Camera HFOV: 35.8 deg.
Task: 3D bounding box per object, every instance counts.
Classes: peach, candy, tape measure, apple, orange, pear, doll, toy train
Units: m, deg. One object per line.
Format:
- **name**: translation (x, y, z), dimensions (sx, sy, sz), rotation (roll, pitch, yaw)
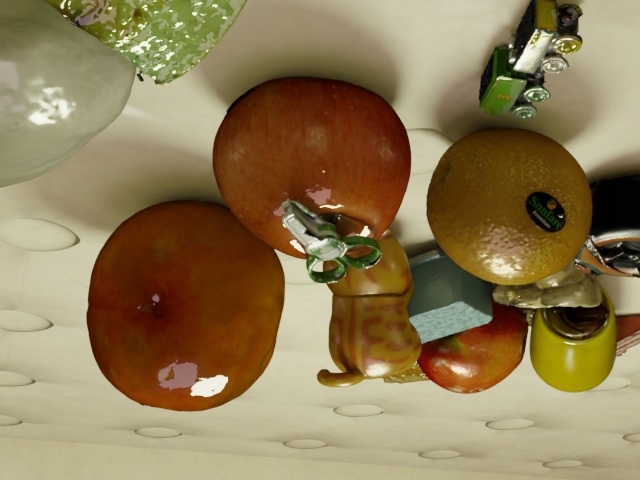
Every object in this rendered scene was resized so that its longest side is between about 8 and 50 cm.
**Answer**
- **peach**: translation (0.300, 0.194, 1.960), dimensions (0.243, 0.200, 0.243), rotation (-12, 151, -7)
- **candy**: translation (-0.436, -0.164, 1.180), dimensions (0.386, 0.186, 0.427), rotation (8, 160, -26)
- **tape measure**: translation (0.495, -0.016, 1.551), dimensions (0.222, 0.135, 0.202), rotation (11, 157, -16)
- **peach**: translation (-0.218, 0.101, 1.581), dimensions (0.342, 0.343, 0.301), rotation (-8, 177, 18)
- **apple**: translation (-0.006, -0.092, 1.299), dimensions (0.251, 0.206, 0.272), rotation (-10, 153, 15)
- **orange**: translation (0.263, -0.048, 1.378), dimensions (0.236, 0.236, 0.236), rotation (0, 157, 0)
- **pear**: translation (-0.169, -0.310, 0.901), dimensions (0.239, 0.139, 0.288), rotation (-30, 140, 25)
- **doll**: translation (0.082, 0.110, 1.709), dimensions (0.166, 0.270, 0.162), rotation (-4, 178, 26)
- **toy train**: translation (0.249, -0.215, 1.191), dimensions (0.081, 0.060, 0.202), rotation (9, 154, -6)

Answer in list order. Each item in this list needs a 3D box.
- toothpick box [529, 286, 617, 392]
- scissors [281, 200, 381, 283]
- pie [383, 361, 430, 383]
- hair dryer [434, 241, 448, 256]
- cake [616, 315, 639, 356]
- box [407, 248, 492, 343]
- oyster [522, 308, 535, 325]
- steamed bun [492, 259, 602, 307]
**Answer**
- **toothpick box**: translation (0.502, 0.183, 1.967), dimensions (0.174, 0.175, 0.271), rotation (-4, 153, 11)
- **scissors**: translation (0.000, 0.000, 1.232), dimensions (0.101, 0.027, 0.204), rotation (-26, 149, 15)
- **pie**: translation (0.278, 0.288, 2.333), dimensions (0.282, 0.068, 0.129), rotation (-4, 145, 8)
- **hair dryer**: translation (0.275, 0.004, 1.586), dimensions (0.235, 0.091, 0.271), rotation (0, 180, 21)
- **cake**: translation (0.617, 0.221, 2.140), dimensions (0.287, 0.135, 0.098), rotation (-12, 141, 6)
- **box**: translation (0.201, 0.099, 1.823), dimensions (0.227, 0.130, 0.162), rotation (-20, 149, 32)
- **oyster**: translation (0.386, 0.177, 2.106), dimensions (0.177, 0.056, 0.105), rotation (5, 164, -23)
- **steamed bun**: translation (0.420, 0.068, 1.791), dimensions (0.177, 0.106, 0.192), rotation (-3, 173, 42)
